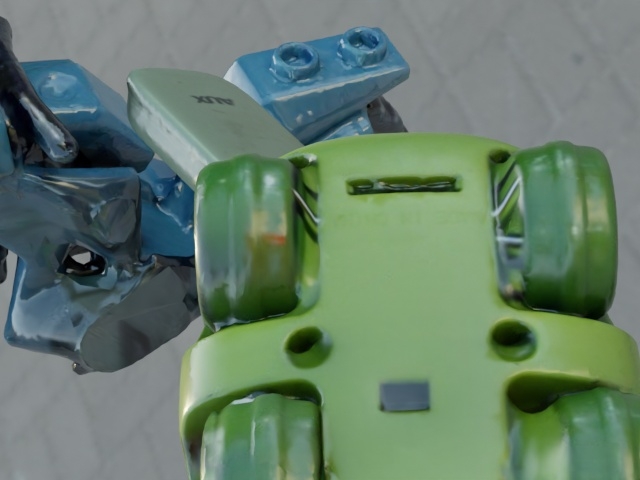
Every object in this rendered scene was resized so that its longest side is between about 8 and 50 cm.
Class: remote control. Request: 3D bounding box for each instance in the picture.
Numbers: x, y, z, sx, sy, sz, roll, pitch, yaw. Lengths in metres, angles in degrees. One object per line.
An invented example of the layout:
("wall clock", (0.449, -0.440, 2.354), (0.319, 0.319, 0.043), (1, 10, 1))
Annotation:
("remote control", (0.000, -0.001, 1.014), (0.309, 0.090, 0.038), (45, 118, 37))

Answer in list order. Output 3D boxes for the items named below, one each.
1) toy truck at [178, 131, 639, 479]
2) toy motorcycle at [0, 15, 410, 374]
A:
("toy truck", (0.030, 0.061, 0.654), (0.148, 0.210, 0.187), (-3, 73, 1))
("toy motorcycle", (-0.126, -0.051, 1.218), (0.232, 0.416, 0.172), (96, 154, -42))
